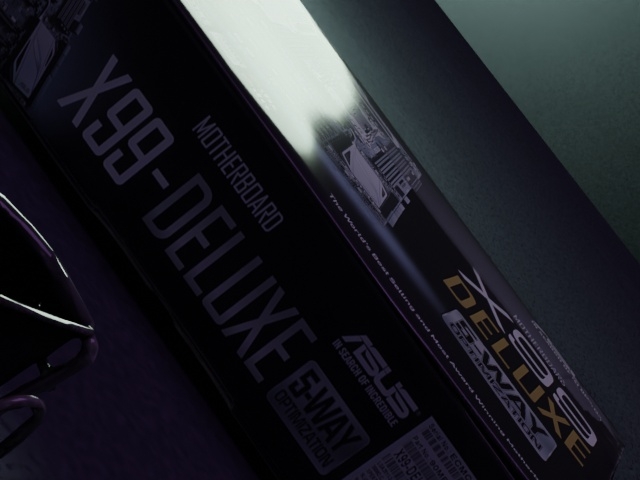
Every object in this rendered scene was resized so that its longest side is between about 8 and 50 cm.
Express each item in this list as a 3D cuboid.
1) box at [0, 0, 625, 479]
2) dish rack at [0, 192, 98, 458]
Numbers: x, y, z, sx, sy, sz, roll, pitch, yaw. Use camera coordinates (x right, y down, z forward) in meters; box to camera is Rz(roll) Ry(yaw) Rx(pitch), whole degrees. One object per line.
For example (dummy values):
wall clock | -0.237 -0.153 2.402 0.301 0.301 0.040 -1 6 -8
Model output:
box | 0.000 0.000 0.671 0.307 0.076 0.242 54 13 8
dish rack | -0.073 0.088 0.209 0.271 0.074 0.208 60 16 26
